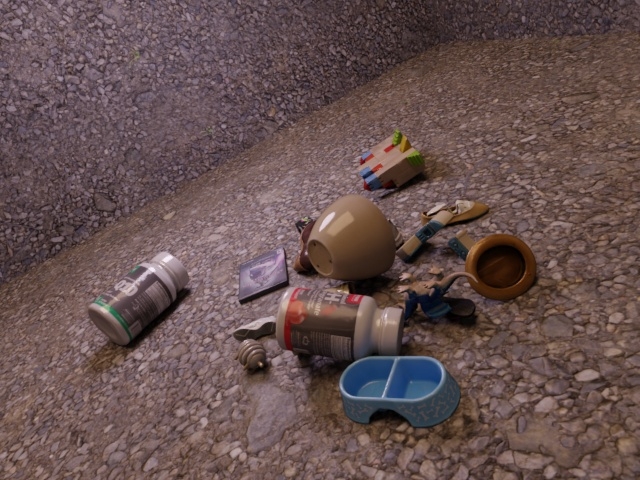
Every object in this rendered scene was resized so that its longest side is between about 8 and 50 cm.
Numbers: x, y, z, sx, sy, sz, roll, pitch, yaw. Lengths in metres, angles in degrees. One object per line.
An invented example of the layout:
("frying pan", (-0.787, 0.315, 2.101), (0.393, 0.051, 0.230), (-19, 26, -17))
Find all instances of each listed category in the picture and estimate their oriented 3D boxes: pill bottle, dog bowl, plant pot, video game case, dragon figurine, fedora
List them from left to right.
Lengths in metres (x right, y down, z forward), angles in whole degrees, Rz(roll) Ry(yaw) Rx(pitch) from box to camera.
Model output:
("pill bottle", (-0.703, 0.219, 2.079), (0.204, 0.204, 0.361), (2, 37, 41))
("video game case", (-0.222, 0.128, 2.039), (0.196, 0.026, 0.274), (-23, 26, 4))
("pill bottle", (0.056, 0.228, 1.416), (0.319, 0.176, 0.176), (6, 36, 15))
("plant pot", (0.069, 0.017, 1.675), (0.191, 0.284, 0.284), (-27, 25, -32))
("dog bowl", (0.176, 0.350, 1.260), (0.297, 0.074, 0.166), (-8, 32, 31))
("dragon figurine", (0.302, 0.148, 1.422), (0.289, 0.144, 0.085), (-19, 36, 30))
("fedora", (0.485, 0.075, 1.448), (0.194, 0.194, 0.079), (-27, -9, -4))

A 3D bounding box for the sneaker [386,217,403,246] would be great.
("sneaker", (0.142, -0.005, 1.869), (0.281, 0.115, 0.105), (-21, 27, 13))

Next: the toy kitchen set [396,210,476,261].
("toy kitchen set", (0.372, 0.028, 1.688), (0.122, 0.166, 0.207), (-40, -6, -29))

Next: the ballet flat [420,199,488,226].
("ballet flat", (0.459, -0.099, 1.825), (0.232, 0.073, 0.080), (-18, 28, 13))

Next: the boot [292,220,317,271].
("boot", (0.000, 0.000, 1.951), (0.207, 0.090, 0.248), (-30, 30, 48))

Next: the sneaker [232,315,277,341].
("sneaker", (-0.210, 0.288, 1.724), (0.152, 0.053, 0.061), (-16, 18, 4))

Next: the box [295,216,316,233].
("box", (-0.055, -0.057, 2.200), (0.062, 0.052, 0.083), (-36, 30, -22))

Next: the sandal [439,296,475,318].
("sandal", (0.364, 0.186, 1.444), (0.067, 0.040, 0.179), (-28, 12, -18))

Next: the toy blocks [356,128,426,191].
("toy blocks", (0.281, -0.322, 2.293), (0.261, 0.190, 0.381), (-34, 27, 7))

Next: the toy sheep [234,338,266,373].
("toy sheep", (-0.205, 0.344, 1.580), (0.091, 0.091, 0.132), (-36, 43, -20))

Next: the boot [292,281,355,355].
("boot", (0.008, 0.228, 1.602), (0.203, 0.095, 0.262), (-14, 26, 17))
